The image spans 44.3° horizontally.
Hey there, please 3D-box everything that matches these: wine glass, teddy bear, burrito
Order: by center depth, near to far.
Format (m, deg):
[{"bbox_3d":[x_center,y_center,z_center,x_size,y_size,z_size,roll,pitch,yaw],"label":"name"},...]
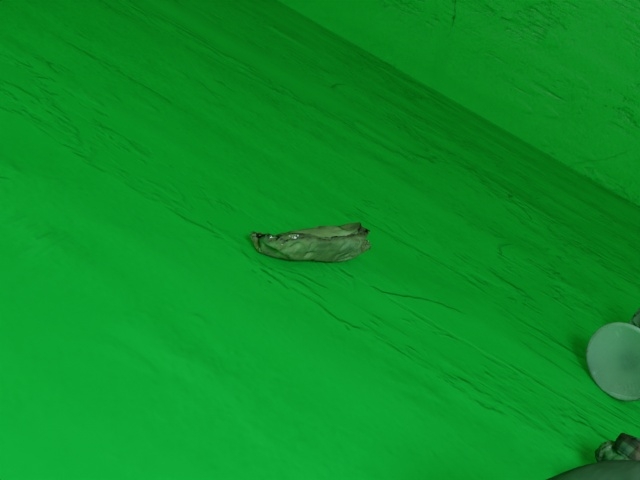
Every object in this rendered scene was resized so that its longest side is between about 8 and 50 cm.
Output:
[{"bbox_3d":[0.400,0.303,0.993,0.213,0.111,0.133,4,31,-45],"label":"teddy bear"},{"bbox_3d":[-0.001,0.002,1.203,0.229,0.063,0.058,2,46,-41],"label":"burrito"},{"bbox_3d":[0.553,0.187,1.327,0.196,0.165,0.165,-4,40,-39],"label":"wine glass"}]

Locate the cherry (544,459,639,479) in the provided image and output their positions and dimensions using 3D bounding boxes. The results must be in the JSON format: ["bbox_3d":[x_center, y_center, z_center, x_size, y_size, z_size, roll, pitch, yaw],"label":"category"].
[{"bbox_3d":[0.238,0.313,0.587,0.291,0.335,0.326,-8,17,-29],"label":"cherry"}]
